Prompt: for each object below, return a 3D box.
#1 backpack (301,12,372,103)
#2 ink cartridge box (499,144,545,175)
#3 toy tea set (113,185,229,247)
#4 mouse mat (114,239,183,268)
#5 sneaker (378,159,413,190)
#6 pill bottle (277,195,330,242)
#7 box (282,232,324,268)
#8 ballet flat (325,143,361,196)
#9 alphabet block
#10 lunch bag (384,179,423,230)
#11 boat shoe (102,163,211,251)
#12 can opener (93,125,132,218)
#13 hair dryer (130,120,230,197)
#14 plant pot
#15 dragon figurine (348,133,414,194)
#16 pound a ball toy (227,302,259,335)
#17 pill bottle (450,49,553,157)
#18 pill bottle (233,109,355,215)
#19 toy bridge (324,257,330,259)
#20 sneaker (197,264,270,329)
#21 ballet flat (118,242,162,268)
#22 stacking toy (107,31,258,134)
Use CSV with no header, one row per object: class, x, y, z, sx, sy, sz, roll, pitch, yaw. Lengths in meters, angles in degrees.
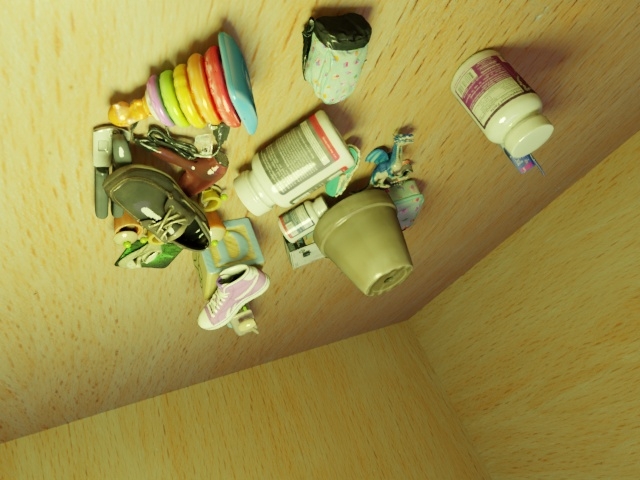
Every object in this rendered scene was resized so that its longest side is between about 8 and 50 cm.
backpack,0.030,-0.407,0.968,0.151,0.115,0.182,-16,156,-25
ink cartridge box,0.608,-0.337,1.395,0.065,0.311,0.185,-39,151,24
toy tea set,-0.424,-0.032,1.252,0.336,0.124,0.200,-18,154,-15
mouse mat,-0.565,0.049,1.417,0.152,0.007,0.189,-41,150,30
sneaker,0.280,-0.229,1.587,0.061,0.065,0.158,5,141,-47
pill bottle,-0.052,-0.079,1.523,0.180,0.108,0.108,-30,154,9
box,0.000,0.000,1.742,0.289,0.087,0.169,-21,154,-8
ballet flat,0.077,-0.239,1.392,0.077,0.091,0.241,-45,174,-36
alphabet block,-0.321,0.064,1.457,0.193,0.192,0.197,-10,152,-25
lunch bag,0.292,-0.116,1.762,0.224,0.108,0.279,-19,154,-13
boat shoe,-0.372,-0.068,1.053,0.132,0.130,0.355,-42,155,3
can opener,-0.495,-0.142,1.011,0.076,0.095,0.283,-7,142,-33
hair dryer,-0.346,-0.209,1.082,0.223,0.080,0.294,0,141,-16
plant pot,0.172,0.031,1.497,0.323,0.280,0.323,-21,152,-12
dragon figurine,0.211,-0.258,1.445,0.085,0.144,0.289,-3,166,-41
pound a ball toy,-0.373,0.366,1.956,0.135,0.208,0.319,-20,155,-12
pill bottle,0.523,-0.390,1.227,0.169,0.302,0.169,-21,154,-10
pill bottle,-0.078,-0.203,1.184,0.318,0.176,0.176,-31,154,12
toy bridge,0.035,0.055,1.947,0.063,0.026,0.188,-26,154,3
sneaker,-0.313,0.170,1.349,0.282,0.102,0.161,-41,149,7
ballet flat,-0.575,0.057,1.353,0.168,0.052,0.057,-31,154,13
stacking toy,-0.293,-0.292,0.882,0.301,0.166,0.175,-14,166,2
